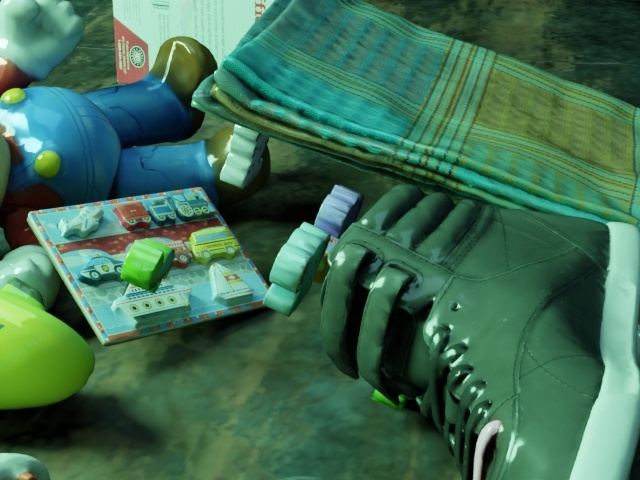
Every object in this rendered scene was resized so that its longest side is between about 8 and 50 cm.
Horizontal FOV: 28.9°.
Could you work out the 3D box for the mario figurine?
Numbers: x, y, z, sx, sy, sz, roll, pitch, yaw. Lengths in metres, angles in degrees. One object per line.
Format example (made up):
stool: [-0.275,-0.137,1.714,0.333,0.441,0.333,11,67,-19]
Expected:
mario figurine: [-0.180,-0.060,0.784,0.321,0.170,0.198,-18,31,-37]

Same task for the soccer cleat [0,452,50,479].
soccer cleat: [-0.179,0.137,0.466,0.076,0.068,0.196,8,28,27]

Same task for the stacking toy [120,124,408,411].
stacking toy: [0.000,0.000,0.723,0.167,0.052,0.221,23,28,6]

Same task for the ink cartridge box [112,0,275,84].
ink cartridge box: [-0.100,-0.203,1.149,0.175,0.127,0.072,11,24,22]

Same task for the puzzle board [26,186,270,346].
puzzle board: [-0.096,0.010,0.731,0.128,0.011,0.096,-12,56,-43]

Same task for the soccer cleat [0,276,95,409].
soccer cleat: [-0.260,0.064,0.638,0.289,0.093,0.121,8,56,9]

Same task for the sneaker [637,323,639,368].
sneaker: [0.132,0.046,0.690,0.044,0.040,0.109,-17,28,-28]

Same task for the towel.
towel: [0.123,-0.083,0.849,0.370,0.040,0.271,21,27,3]

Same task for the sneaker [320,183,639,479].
sneaker: [0.060,0.067,0.539,0.147,0.104,0.295,11,29,8]
